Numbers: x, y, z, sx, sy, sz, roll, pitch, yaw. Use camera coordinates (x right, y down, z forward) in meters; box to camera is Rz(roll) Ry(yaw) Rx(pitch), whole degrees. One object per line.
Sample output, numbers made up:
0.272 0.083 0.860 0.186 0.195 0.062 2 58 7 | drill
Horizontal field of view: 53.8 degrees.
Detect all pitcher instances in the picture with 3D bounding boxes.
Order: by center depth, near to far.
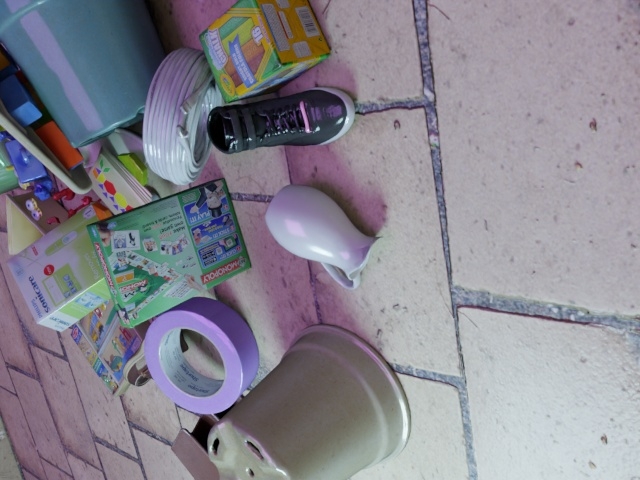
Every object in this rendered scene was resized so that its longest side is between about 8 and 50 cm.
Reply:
0.000 0.000 1.183 0.207 0.125 0.178 33 145 13 | pitcher

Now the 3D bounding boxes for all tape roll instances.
-0.290 0.279 1.538 0.274 0.090 0.275 8 111 21 | tape roll

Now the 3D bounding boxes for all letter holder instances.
-0.212 0.559 1.617 0.302 0.152 0.214 45 132 18 | letter holder

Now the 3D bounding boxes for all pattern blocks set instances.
-0.483 -0.123 1.506 0.285 0.026 0.325 -24 105 46 | pattern blocks set

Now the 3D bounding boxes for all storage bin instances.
-0.843 0.015 1.952 0.262 0.123 0.261 37 130 23 | storage bin

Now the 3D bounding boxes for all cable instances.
-0.254 -0.232 1.198 0.089 0.257 0.257 13 142 0 | cable

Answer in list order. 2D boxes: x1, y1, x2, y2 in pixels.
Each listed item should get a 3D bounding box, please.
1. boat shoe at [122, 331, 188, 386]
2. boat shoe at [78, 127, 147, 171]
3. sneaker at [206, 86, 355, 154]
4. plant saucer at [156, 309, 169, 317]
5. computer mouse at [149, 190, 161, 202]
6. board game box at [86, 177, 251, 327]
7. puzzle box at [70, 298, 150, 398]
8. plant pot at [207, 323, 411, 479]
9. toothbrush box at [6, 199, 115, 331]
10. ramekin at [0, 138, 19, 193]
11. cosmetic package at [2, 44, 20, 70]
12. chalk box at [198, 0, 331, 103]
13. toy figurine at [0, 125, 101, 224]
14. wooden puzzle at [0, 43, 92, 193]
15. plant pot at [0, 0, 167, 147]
-0.449 0.344 1.756 0.123 0.123 0.342 49 132 9 | boat shoe
-0.492 -0.225 1.536 0.304 0.091 0.109 6 109 38 | boat shoe
-0.084 -0.205 1.129 0.295 0.146 0.105 2 109 41 | sneaker
-0.449 0.143 1.714 0.194 0.037 0.195 21 123 35 | plant saucer
-0.438 -0.035 1.612 0.106 0.042 0.193 27 126 32 | computer mouse
-0.301 0.017 1.313 0.046 0.317 0.214 -1 109 45 | board game box
-0.651 0.297 1.964 0.272 0.052 0.409 51 135 12 | puzzle box
-0.041 0.385 1.261 0.333 0.305 0.334 20 123 35 | plant pot
-0.631 0.068 1.648 0.206 0.283 0.122 54 178 20 | toothbrush box
-0.926 -0.273 1.773 0.148 0.303 0.304 -17 101 1 | ramekin
-0.653 -0.438 1.536 0.183 0.151 0.152 -15 99 44 | cosmetic package
-0.114 -0.330 1.105 0.213 0.132 0.133 -20 95 46 | chalk box
-0.720 -0.231 1.610 0.217 0.191 0.363 162 87 -79 | toy figurine
-0.625 -0.290 1.321 0.322 0.080 0.348 53 179 28 | wooden puzzle
-0.471 -0.391 1.290 0.341 0.341 0.334 -10 110 45 | plant pot
